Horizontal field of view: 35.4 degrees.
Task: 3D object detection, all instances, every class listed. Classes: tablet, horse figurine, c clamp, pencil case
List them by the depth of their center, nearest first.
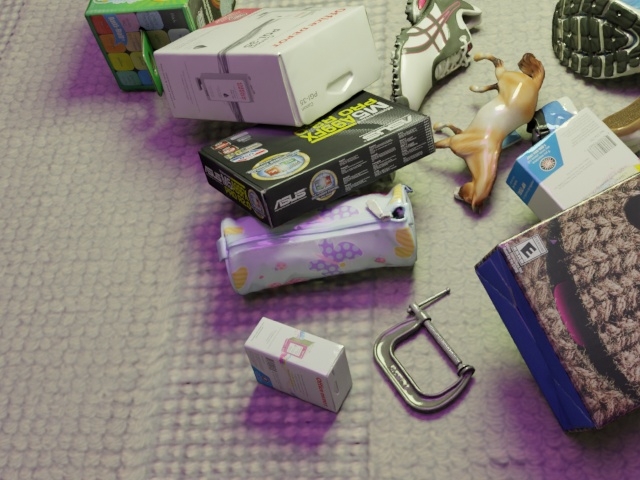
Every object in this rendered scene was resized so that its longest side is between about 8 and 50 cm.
[{"bbox_3d":[0.142,0.141,1.294,0.137,0.022,0.161,-25,51,-7],"label":"c clamp"},{"bbox_3d":[0.000,0.000,1.375,0.273,0.124,0.113,-10,91,7],"label":"pencil case"},{"bbox_3d":[0.246,-0.182,1.470,0.263,0.066,0.174,-49,40,-4],"label":"horse figurine"},{"bbox_3d":[0.255,-0.151,1.508,0.083,0.006,0.054,-27,52,-7],"label":"tablet"}]

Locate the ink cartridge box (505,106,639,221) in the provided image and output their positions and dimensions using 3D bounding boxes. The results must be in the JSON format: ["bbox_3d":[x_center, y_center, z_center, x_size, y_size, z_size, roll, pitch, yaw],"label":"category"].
[{"bbox_3d":[0.374,-0.046,1.325,0.134,0.078,0.231,-36,74,-14],"label":"ink cartridge box"}]

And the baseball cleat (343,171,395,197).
[{"bbox_3d":[0.005,-0.104,1.489,0.206,0.072,0.109,-11,44,0],"label":"baseball cleat"}]

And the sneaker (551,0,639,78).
[{"bbox_3d":[0.502,-0.307,1.513,0.330,0.130,0.147,19,26,39],"label":"sneaker"}]

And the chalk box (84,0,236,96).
[{"bbox_3d":[-0.270,-0.371,1.694,0.179,0.180,0.289,0,51,13],"label":"chalk box"}]

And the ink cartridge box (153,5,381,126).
[{"bbox_3d":[-0.080,-0.271,1.533,0.283,0.117,0.207,10,36,42],"label":"ink cartridge box"}]

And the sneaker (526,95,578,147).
[{"bbox_3d":[0.351,-0.139,1.444,0.084,0.058,0.152,-24,54,-3],"label":"sneaker"}]

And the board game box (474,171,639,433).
[{"bbox_3d":[0.370,0.055,1.173,0.291,0.141,0.232,-27,80,-8],"label":"board game box"}]

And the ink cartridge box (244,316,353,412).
[{"bbox_3d":[-0.026,0.159,1.277,0.122,0.088,0.052,19,56,25],"label":"ink cartridge box"}]

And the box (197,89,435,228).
[{"bbox_3d":[-0.008,-0.127,1.421,0.270,0.060,0.216,-26,30,-19],"label":"box"}]

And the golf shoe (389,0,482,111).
[{"bbox_3d":[0.178,-0.297,1.583,0.120,0.105,0.273,10,56,12],"label":"golf shoe"}]

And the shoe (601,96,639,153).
[{"bbox_3d":[0.495,-0.184,1.452,0.219,0.058,0.076,-28,23,-14],"label":"shoe"}]
